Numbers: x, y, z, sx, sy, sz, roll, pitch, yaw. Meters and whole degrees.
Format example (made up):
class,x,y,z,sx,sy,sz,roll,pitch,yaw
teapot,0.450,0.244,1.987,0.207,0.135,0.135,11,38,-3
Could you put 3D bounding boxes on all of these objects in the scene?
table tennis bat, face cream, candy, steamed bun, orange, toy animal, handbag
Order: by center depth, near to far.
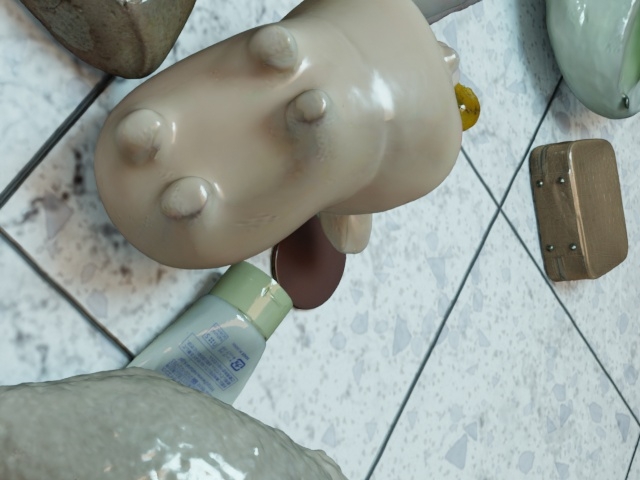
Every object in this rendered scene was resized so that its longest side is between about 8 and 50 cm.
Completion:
class,x,y,z,sx,sy,sz,roll,pitch,yaw
toy animal,-0.125,0.224,0.703,0.358,0.188,0.227,31,77,-24
steamed bun,-0.170,-0.234,0.759,0.175,0.106,0.145,43,58,-32
toy animal,-0.028,-0.091,0.806,0.326,0.269,0.237,-25,88,-2
face cream,-0.118,0.121,0.825,0.114,0.070,0.224,49,67,-28
table tennis bat,0.000,0.000,0.978,0.095,0.014,0.158,48,58,-30
orange,0.145,-0.160,1.103,0.086,0.062,0.086,32,26,-18
handbag,0.366,-0.048,1.314,0.151,0.072,0.193,-18,97,-44
candy,0.441,-0.386,1.327,0.427,0.186,0.386,-31,128,-48

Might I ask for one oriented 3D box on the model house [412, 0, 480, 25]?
class,x,y,z,sx,sy,sz,roll,pitch,yaw
model house,0.121,-0.389,1.013,0.237,0.202,0.237,57,45,-17
